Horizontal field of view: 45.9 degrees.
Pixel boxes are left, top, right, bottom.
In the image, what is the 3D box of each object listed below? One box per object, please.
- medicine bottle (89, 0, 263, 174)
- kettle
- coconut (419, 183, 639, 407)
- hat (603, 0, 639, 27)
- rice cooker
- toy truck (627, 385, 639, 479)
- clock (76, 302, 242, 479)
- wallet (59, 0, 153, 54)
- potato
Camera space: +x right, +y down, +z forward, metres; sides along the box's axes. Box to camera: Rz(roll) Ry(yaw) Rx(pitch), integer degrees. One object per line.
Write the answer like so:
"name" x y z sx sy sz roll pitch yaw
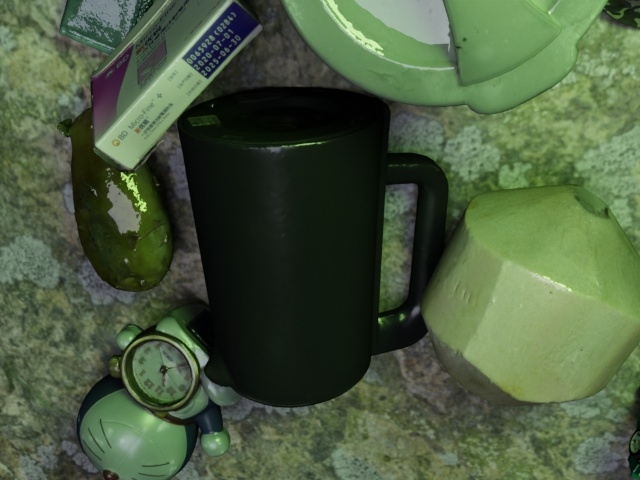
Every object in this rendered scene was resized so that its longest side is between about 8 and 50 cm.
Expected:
"medicine bottle" -0.152 -0.185 0.762 0.201 0.171 0.052 -43 128 17
"kettle" -0.012 -0.003 0.835 0.203 0.262 0.308 21 125 40
"coconut" 0.227 0.048 0.779 0.241 0.241 0.241 4 114 8
"hat" 0.317 -0.254 0.719 0.121 0.050 0.121 5 115 11
"rice cooker" 0.104 -0.259 0.631 0.288 0.277 0.288 4 115 8
"toy truck" 0.426 0.174 0.853 0.110 0.116 0.216 21 108 -1
"clock" -0.200 0.207 0.958 0.199 0.146 0.243 42 109 -3
"wallet" -0.225 -0.269 0.820 0.088 0.026 0.129 21 113 -6
"potato" -0.236 -0.045 0.885 0.117 0.090 0.225 -8 105 20
